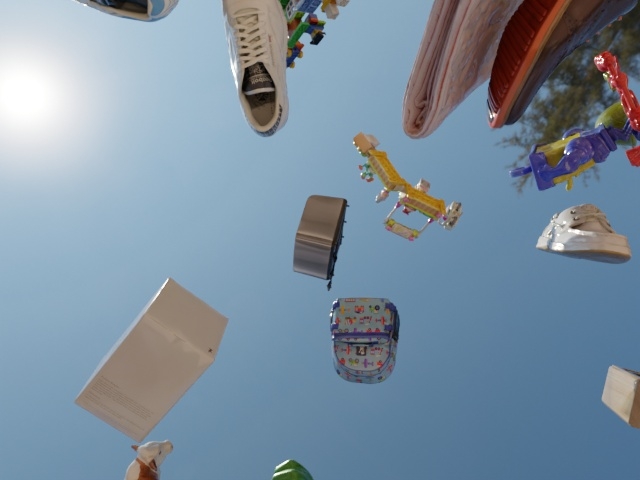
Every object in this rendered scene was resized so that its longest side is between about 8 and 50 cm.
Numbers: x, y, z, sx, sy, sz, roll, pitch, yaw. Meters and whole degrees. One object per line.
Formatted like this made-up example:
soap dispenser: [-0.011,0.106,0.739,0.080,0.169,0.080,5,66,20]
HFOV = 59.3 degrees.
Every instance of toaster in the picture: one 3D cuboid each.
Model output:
toaster: [0.000,0.000,1.447,0.110,0.168,0.186,12,-127,5]

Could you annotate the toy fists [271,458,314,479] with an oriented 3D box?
toy fists: [-0.073,0.603,1.167,0.096,0.142,0.279,-3,-130,17]

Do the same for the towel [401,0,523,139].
towel: [0.219,-0.306,0.619,0.053,0.317,0.332,35,-126,17]

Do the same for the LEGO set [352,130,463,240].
LEGO set: [0.157,-0.098,1.192,0.287,0.107,0.132,37,-143,2]

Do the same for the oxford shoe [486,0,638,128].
oxford shoe: [0.255,-0.222,0.564,0.098,0.271,0.097,14,-137,-9]

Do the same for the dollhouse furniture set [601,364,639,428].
dollhouse furniture set: [0.536,0.418,0.822,0.256,0.362,0.394,13,-91,16]

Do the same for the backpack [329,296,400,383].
backpack: [0.093,0.222,1.239,0.158,0.117,0.173,3,-112,12]

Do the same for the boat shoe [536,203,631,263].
boat shoe: [0.445,-0.018,0.964,0.098,0.277,0.096,14,-87,1]

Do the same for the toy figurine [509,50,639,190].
toy figurine: [0.418,-0.179,0.952,0.191,0.217,0.362,61,-151,-7]

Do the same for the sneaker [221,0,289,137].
sneaker: [-0.088,-0.262,0.777,0.090,0.235,0.095,-10,-166,7]

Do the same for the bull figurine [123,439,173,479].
bull figurine: [-0.398,0.611,1.256,0.101,0.188,0.310,-5,-134,24]

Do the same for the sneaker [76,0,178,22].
sneaker: [-0.322,-0.368,0.799,0.237,0.085,0.086,14,-150,5]

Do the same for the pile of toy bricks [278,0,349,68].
pile of toy bricks: [-0.054,-0.388,0.951,0.118,0.212,0.105,-7,-107,-35]

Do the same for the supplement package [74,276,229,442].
supplement package: [-0.369,0.264,1.256,0.177,0.293,0.175,38,-161,-12]
